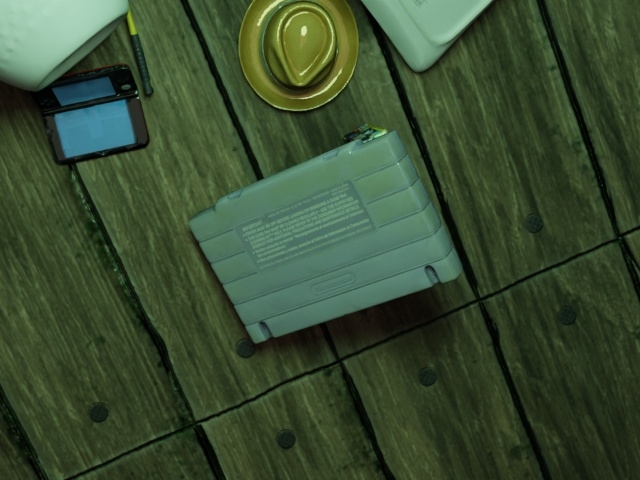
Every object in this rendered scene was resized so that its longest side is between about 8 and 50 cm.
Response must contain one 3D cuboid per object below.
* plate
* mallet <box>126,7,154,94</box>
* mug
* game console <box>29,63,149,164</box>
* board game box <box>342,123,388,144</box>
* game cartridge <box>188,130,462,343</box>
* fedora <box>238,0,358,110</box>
[{"bbox_3d":[0.182,-0.403,1.360,0.278,0.045,0.277,-45,136,3],"label":"plate"},{"bbox_3d":[-0.268,-0.301,1.381,0.039,0.062,0.190,-14,103,-6],"label":"mallet"},{"bbox_3d":[-0.380,-0.393,1.216,0.374,0.276,0.328,-34,104,26],"label":"mug"},{"bbox_3d":[-0.329,-0.180,1.388,0.143,0.124,0.085,-13,76,-5],"label":"game console"},{"bbox_3d":[0.099,-0.084,1.431,0.048,0.141,0.170,-28,102,-2],"label":"board game box"},{"bbox_3d":[0.000,0.000,1.397,0.355,0.068,0.230,-20,101,29],"label":"game cartridge"},{"bbox_3d":[-0.028,-0.284,1.407,0.194,0.079,0.195,-1,102,-7],"label":"fedora"}]
